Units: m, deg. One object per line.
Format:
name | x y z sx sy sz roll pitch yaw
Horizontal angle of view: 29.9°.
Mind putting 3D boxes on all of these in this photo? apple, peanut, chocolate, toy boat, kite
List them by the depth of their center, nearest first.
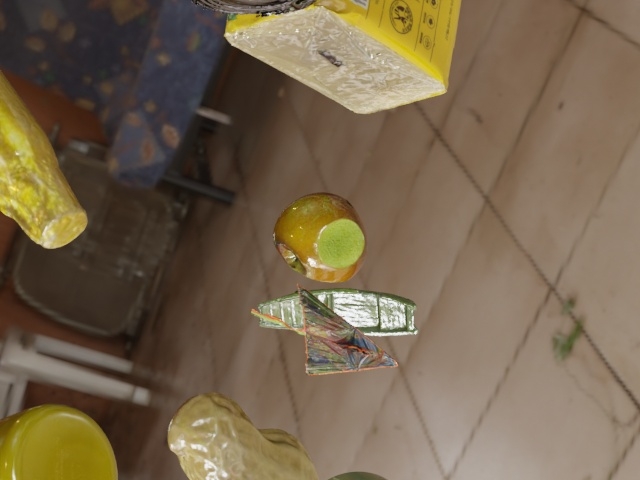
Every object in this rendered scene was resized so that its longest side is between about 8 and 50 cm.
peanut | -0.063 0.204 1.070 0.093 0.194 0.083 -36 34 3
kite | 0.003 0.099 1.195 0.190 0.159 0.010 85 -152 -56
chocolate | -0.508 -0.155 1.818 0.445 0.162 0.162 49 128 26
apple | -0.003 -0.002 2.129 0.146 0.147 0.163 16 126 58
toy boat | 0.033 0.127 2.183 0.055 0.293 0.093 -70 -21 -63

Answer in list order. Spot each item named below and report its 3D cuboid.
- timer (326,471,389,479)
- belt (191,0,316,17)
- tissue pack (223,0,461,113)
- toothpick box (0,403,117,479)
timer | 0.126 0.598 2.229 0.315 0.291 0.290 -2 70 65
belt | -0.070 -0.291 1.221 0.198 0.151 0.078 103 162 -82
tissue pack | 0.053 -0.417 1.726 0.228 0.293 0.382 -8 66 47
toothpick box | -0.407 0.317 1.535 0.271 0.175 0.175 -20 48 36
